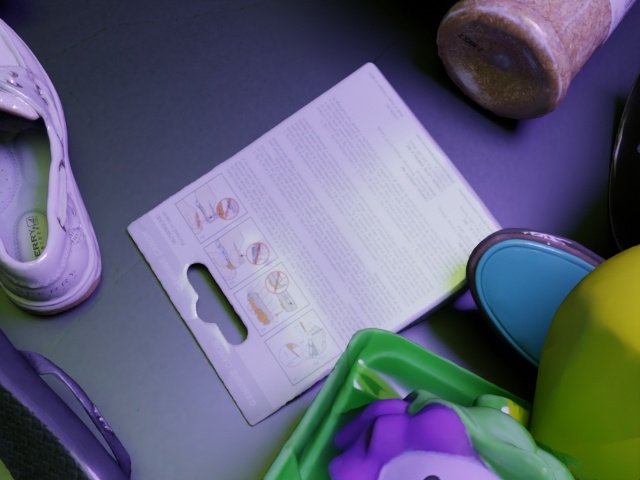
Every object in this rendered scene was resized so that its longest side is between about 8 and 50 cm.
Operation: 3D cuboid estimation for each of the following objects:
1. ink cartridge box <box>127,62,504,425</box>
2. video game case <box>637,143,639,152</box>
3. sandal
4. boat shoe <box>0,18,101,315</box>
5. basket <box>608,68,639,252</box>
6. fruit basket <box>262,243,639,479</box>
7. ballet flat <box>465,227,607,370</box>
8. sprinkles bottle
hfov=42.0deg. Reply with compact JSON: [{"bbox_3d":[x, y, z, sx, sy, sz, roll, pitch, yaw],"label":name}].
[{"bbox_3d":[0.000,0.000,0.644,0.232,0.066,0.189,-35,75,2],"label":"ink cartridge box"},{"bbox_3d":[0.385,-0.075,0.556,0.244,0.061,0.269,43,75,-3],"label":"video game case"},{"bbox_3d":[-0.180,0.111,0.543,0.254,0.097,0.054,47,43,12],"label":"sandal"},{"bbox_3d":[-0.235,-0.084,0.610,0.098,0.096,0.277,-25,71,-13],"label":"boat shoe"},{"bbox_3d":[0.369,-0.051,0.653,0.227,0.154,0.204,15,70,-5],"label":"basket"},{"bbox_3d":[0.170,0.144,0.420,0.392,0.283,0.392,4,104,14],"label":"fruit basket"},{"bbox_3d":[0.224,0.078,0.609,0.280,0.096,0.095,34,109,-3],"label":"ballet flat"},{"bbox_3d":[0.246,-0.263,0.737,0.121,0.121,0.355,37,67,8],"label":"sprinkles bottle"}]
